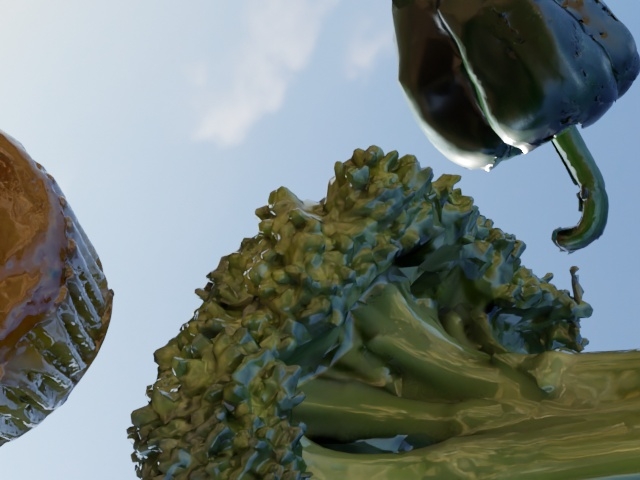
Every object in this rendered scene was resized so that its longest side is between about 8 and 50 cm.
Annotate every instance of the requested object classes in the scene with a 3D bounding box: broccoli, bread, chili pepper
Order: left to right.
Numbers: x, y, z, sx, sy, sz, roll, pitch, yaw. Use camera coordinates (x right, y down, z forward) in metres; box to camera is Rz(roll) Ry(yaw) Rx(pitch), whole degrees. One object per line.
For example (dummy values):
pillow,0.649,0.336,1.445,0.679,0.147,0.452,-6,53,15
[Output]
bread,-0.273,-0.001,0.731,0.204,0.288,0.156,-47,166,-13
broccoli,0.037,0.078,0.671,0.302,0.249,0.375,-38,168,33
chili pepper,0.172,-0.122,0.993,0.174,0.261,0.165,-25,-164,48
